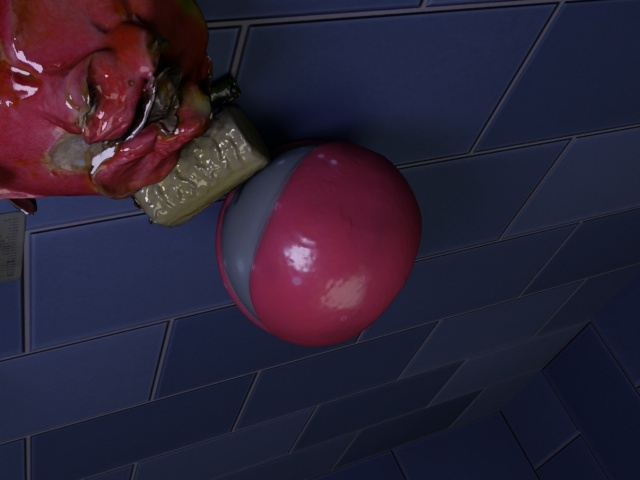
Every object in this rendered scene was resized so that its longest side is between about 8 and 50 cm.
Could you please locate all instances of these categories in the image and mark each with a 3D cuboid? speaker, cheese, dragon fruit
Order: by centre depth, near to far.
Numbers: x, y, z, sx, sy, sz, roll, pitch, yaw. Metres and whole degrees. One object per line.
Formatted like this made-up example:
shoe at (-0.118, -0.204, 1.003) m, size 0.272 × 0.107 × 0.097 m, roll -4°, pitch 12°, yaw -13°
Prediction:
dragon fruit at (-0.239, -0.138, 0.787) m, size 0.305 × 0.226 × 0.305 m, roll -23°, pitch 153°, yaw -12°
cheese at (-0.155, -0.096, 1.060) m, size 0.167 × 0.094 × 0.123 m, roll -33°, pitch 170°, yaw 11°
speaker at (0.000, 0.000, 1.137) m, size 0.294 × 0.294 × 0.294 m, roll -21°, pitch 152°, yaw -12°

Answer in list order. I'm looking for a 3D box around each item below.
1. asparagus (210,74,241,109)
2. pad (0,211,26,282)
asparagus at (-0.175, -0.155, 1.018) m, size 0.165 × 0.030 × 0.036 m, roll -27°, pitch 176°, yaw -5°
pad at (-0.517, 0.031, 1.058) m, size 0.265 × 0.009 × 0.160 m, roll -11°, pitch 147°, yaw -29°
